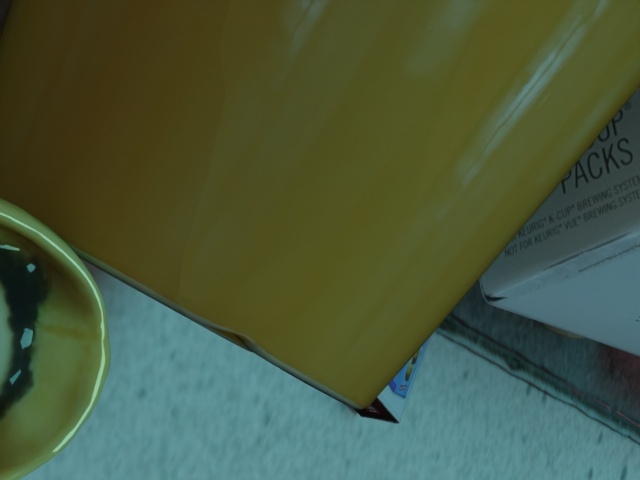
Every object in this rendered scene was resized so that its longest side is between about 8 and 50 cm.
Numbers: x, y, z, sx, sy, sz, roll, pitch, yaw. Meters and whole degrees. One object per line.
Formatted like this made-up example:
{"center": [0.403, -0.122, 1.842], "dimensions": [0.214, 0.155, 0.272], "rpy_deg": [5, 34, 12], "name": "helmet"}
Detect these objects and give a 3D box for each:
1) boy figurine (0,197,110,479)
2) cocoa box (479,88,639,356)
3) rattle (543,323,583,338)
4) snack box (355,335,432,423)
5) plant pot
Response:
{"center": [-0.155, 0.032, 0.341], "dimensions": [0.285, 0.092, 0.177], "rpy_deg": [3, 91, -56], "name": "boy figurine"}
{"center": [0.231, -0.079, 0.695], "dimensions": [0.347, 0.231, 0.228], "rpy_deg": [19, 55, -45], "name": "cocoa box"}
{"center": [0.175, -0.042, 0.830], "dimensions": [0.130, 0.142, 0.200], "rpy_deg": [1, 105, -36], "name": "rattle"}
{"center": [0.000, 0.000, 0.655], "dimensions": [0.178, 0.022, 0.064], "rpy_deg": [52, 52, -50], "name": "snack box"}
{"center": [0.002, -0.064, 0.496], "dimensions": [0.188, 0.205, 0.205], "rpy_deg": [-62, 146, -4], "name": "plant pot"}
